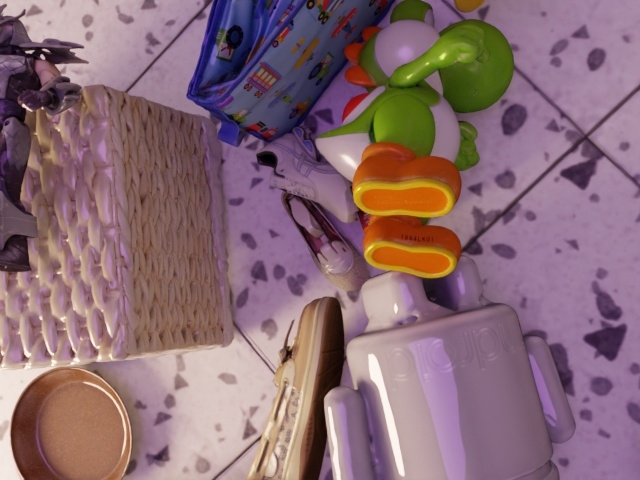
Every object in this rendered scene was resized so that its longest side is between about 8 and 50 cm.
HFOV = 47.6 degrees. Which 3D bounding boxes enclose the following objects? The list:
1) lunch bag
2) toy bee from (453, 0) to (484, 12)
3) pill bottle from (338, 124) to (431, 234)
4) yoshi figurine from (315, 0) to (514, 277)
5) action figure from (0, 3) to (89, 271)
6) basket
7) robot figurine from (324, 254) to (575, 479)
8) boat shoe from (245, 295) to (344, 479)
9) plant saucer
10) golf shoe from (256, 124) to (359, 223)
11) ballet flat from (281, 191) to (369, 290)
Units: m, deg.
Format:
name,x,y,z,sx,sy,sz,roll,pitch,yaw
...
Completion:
name,x,y,z,sx,sy,sz,roll,pitch,yaw
lunch bag,-0.038,-0.243,0.879,0.138,0.221,0.293,29,95,15
toy bee,0.217,-0.379,0.840,0.162,0.195,0.298,18,48,-19
pill bottle,0.076,-0.079,0.911,0.086,0.086,0.152,-20,82,13
yoshi figurine,0.139,-0.145,0.813,0.203,0.203,0.362,-32,37,40
action figure,-0.331,-0.110,0.747,0.185,0.099,0.285,-3,81,25
basket,-0.317,-0.004,0.923,0.328,0.266,0.331,-7,84,16
robot figurine,0.147,0.200,0.817,0.300,0.200,0.353,-12,84,-15
boat shoe,-0.035,0.205,0.917,0.089,0.104,0.285,13,94,20
plant saucer,-0.349,0.277,1.034,0.199,0.036,0.198,-1,87,14
golf shoe,-0.018,-0.071,0.912,0.086,0.069,0.176,-22,47,-19
ballet flat,0.000,0.000,0.944,0.057,0.052,0.168,-40,79,11
